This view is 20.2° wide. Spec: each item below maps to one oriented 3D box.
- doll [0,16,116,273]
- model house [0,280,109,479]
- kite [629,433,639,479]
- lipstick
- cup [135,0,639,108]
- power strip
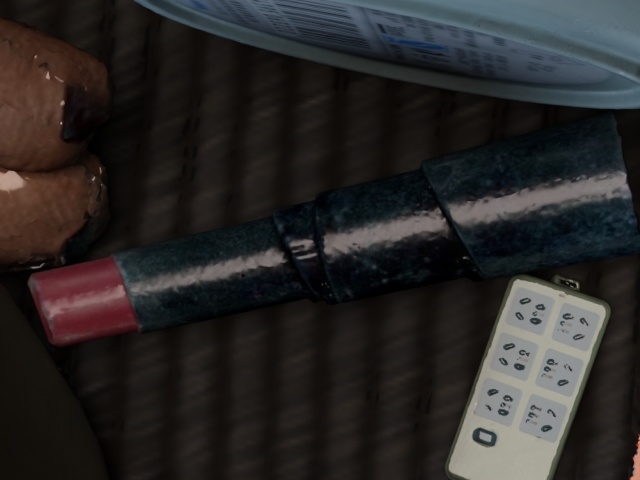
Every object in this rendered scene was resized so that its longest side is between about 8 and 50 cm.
[{"bbox_3d":[-0.229,-0.064,0.691,0.303,0.156,0.201,5,127,-9],"label":"doll"},{"bbox_3d":[-0.194,0.150,0.646,0.229,0.219,0.199,-14,119,15],"label":"model house"},{"bbox_3d":[0.246,0.035,0.648,0.327,0.013,0.377,-32,82,8],"label":"kite"},{"bbox_3d":[0.000,0.000,0.674,0.234,0.053,0.053,-11,84,10],"label":"lipstick"},{"bbox_3d":[0.096,-0.182,0.591,0.356,0.259,0.274,13,90,-18],"label":"cup"},{"bbox_3d":[0.078,0.056,0.674,0.040,0.016,0.090,19,90,11],"label":"power strip"}]
